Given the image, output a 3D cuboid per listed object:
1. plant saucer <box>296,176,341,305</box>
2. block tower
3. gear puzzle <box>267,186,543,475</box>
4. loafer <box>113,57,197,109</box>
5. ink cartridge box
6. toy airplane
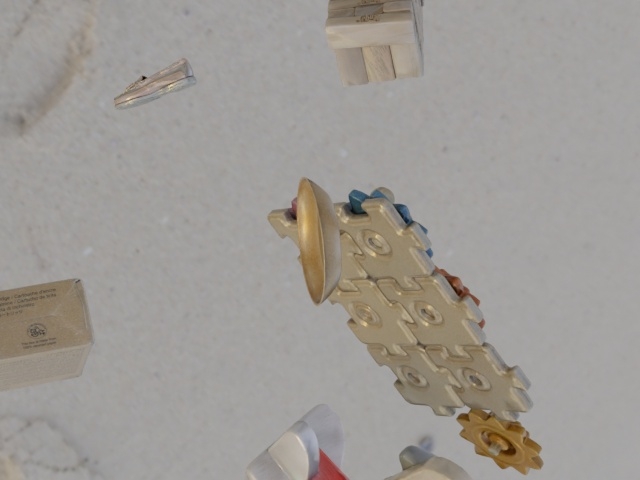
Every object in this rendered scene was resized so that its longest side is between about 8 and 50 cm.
[{"bbox_3d":[0.000,0.000,0.833,0.015,0.083,0.083,-6,128,-11],"label":"plant saucer"},{"bbox_3d":[0.065,-0.304,1.416,0.091,0.335,0.097,-4,136,11],"label":"block tower"},{"bbox_3d":[0.105,0.084,1.131,0.044,0.175,0.339,-50,116,-29],"label":"gear puzzle"},{"bbox_3d":[-0.229,-0.214,1.786,0.125,0.039,0.045,-16,179,18],"label":"loafer"},{"bbox_3d":[-0.404,0.128,1.581,0.235,0.088,0.193,-10,166,-19],"label":"ink cartridge box"},{"bbox_3d":[0.076,0.376,1.623,0.273,0.386,0.384,-14,114,-28],"label":"toy airplane"}]
